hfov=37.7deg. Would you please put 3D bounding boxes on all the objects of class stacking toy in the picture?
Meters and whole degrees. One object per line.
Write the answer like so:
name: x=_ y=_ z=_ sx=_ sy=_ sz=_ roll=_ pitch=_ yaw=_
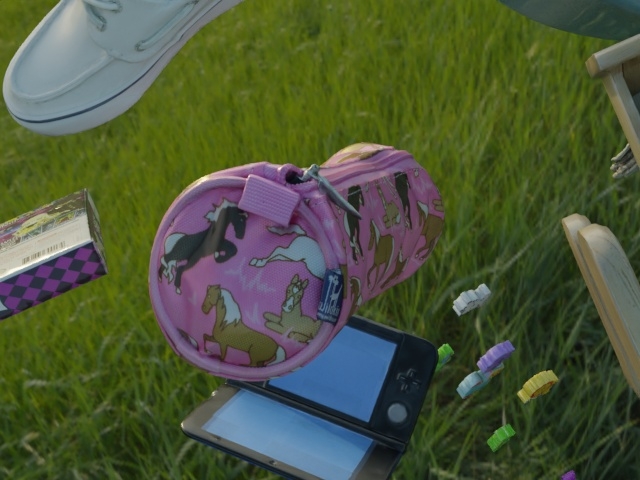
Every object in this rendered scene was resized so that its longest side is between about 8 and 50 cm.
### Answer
stacking toy: x=0.228 y=0.186 z=1.318 sx=0.052 sy=0.221 sz=0.167 roll=-20 pitch=61 yaw=-27

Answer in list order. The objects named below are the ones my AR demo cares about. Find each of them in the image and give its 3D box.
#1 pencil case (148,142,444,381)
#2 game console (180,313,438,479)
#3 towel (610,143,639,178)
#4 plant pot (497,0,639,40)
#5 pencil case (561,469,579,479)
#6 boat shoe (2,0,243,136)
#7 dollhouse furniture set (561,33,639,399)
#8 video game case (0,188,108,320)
pencil case: x=0.000 y=0.000 z=0.840 sx=0.167 sy=0.160 sz=0.386 roll=-16 pitch=3 yaw=20
game console: x=-0.008 y=0.210 z=1.339 sx=0.293 sy=0.173 sz=0.250 roll=19 pitch=81 yaw=15
towel: x=0.599 y=-0.201 z=1.508 sx=0.187 sy=0.282 sz=0.049 roll=-24 pitch=75 yaw=-31
plant pot: x=0.307 y=-0.359 z=1.032 sx=0.252 sy=0.247 sz=0.248 roll=37 pitch=92 yaw=-2
pencil case: x=0.247 y=0.261 z=0.759 sx=0.064 sy=0.070 sz=0.151 roll=-20 pitch=45 yaw=-42
boat shoe: x=-0.118 y=-0.166 z=0.603 sx=0.258 sy=0.084 sz=0.095 roll=-38 pitch=71 yaw=11
dollhouse furniture set: x=0.346 y=-0.071 z=0.675 sx=0.362 sy=0.394 sz=0.257 roll=-23 pitch=90 yaw=10
video game case: x=-0.321 y=0.033 z=0.899 sx=0.232 sy=0.042 sz=0.210 roll=-25 pitch=21 yaw=-8
